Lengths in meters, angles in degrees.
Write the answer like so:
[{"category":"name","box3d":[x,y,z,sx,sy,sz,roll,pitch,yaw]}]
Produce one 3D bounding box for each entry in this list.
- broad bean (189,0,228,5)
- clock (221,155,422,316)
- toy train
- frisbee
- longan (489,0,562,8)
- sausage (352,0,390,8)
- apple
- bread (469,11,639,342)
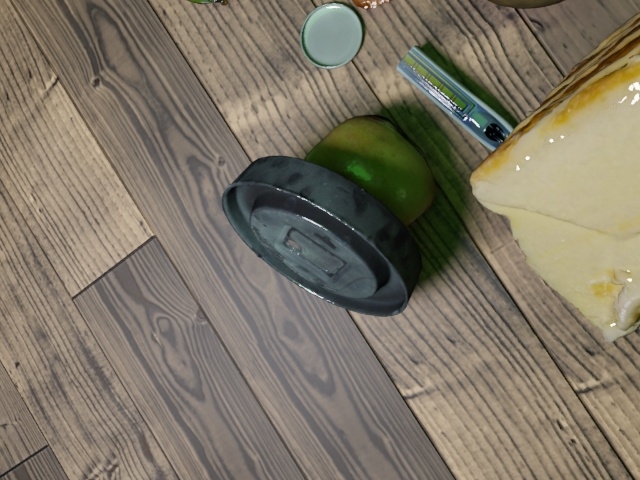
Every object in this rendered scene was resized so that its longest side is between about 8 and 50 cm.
[{"category":"broad bean","box3d":[-0.247,-0.464,0.943,0.214,0.048,0.070,29,103,15]},{"category":"clock","box3d":[0.000,0.001,0.792,0.319,0.319,0.066,28,68,12]},{"category":"toy train","box3d":[0.231,-0.210,0.830,0.252,0.048,0.055,43,107,8]},{"category":"frisbee","box3d":[0.018,-0.347,0.895,0.110,0.014,0.110,1,95,15]},{"category":"longan","box3d":[0.292,-0.439,0.687,0.258,0.258,0.258,2,96,16]},{"category":"sausage","box3d":[0.064,-0.518,0.832,0.089,0.083,0.300,-12,95,11]},{"category":"apple","box3d":[0.071,-0.086,0.832,0.188,0.174,0.207,47,121,10]},{"category":"bread","box3d":[0.420,-0.127,0.567,0.279,0.371,0.390,46,147,0]}]
